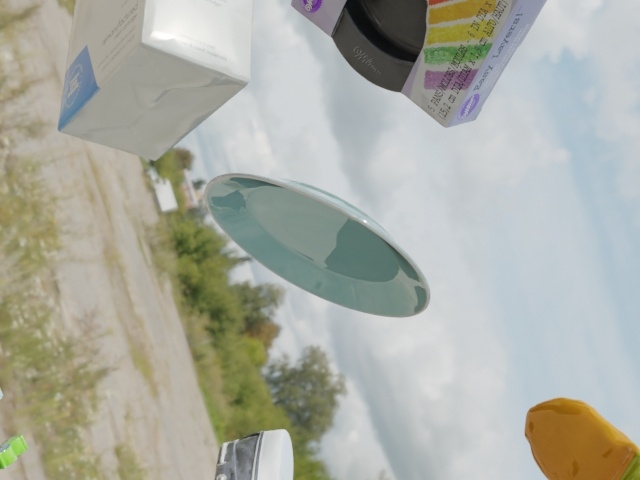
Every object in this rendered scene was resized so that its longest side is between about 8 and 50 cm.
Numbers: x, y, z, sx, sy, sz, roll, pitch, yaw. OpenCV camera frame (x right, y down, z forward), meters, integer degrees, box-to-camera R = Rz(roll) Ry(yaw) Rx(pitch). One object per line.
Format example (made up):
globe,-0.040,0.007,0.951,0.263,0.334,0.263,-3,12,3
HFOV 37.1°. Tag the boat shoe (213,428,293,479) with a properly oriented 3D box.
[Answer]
boat shoe,-0.093,0.311,1.040,0.301,0.102,0.108,-84,165,-64

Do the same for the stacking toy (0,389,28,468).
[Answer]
stacking toy,-0.333,0.157,0.910,0.221,0.052,0.167,-153,-139,-81

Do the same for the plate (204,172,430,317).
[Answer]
plate,0.000,0.000,0.717,0.188,0.024,0.188,25,-22,11

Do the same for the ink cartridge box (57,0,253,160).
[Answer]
ink cartridge box,-0.108,-0.189,0.649,0.134,0.078,0.231,-29,-126,49

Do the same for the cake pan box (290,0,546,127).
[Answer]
cake pan box,0.110,-0.283,0.973,0.246,0.070,0.267,45,-52,22

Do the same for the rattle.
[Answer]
rattle,0.249,0.167,0.603,0.143,0.199,0.130,-166,-105,-73
